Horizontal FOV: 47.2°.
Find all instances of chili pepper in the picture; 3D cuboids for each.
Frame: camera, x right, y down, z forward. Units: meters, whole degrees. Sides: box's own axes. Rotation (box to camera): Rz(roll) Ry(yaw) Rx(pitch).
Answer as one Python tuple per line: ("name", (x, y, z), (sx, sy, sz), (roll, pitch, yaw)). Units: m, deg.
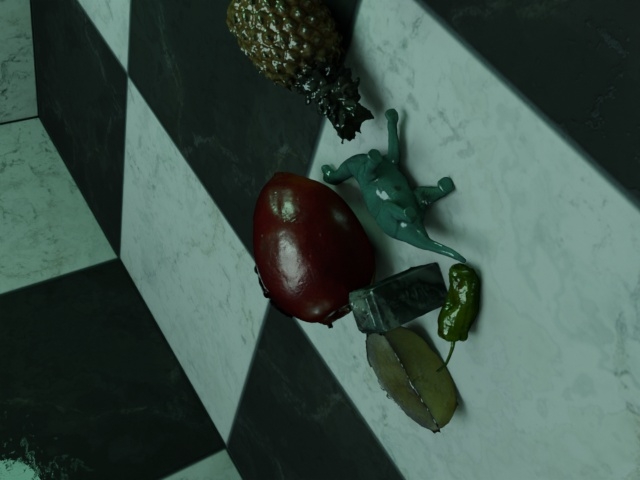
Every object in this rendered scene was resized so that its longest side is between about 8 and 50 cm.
("chili pepper", (0.254, 0.139, 1.374), (0.072, 0.073, 0.204), (-131, 44, -62))

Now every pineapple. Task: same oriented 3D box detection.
("pineapple", (-0.033, -0.353, 1.438), (0.362, 0.202, 0.202), (60, 148, 12))

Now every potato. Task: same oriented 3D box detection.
("potato", (0.188, 0.280, 1.532), (0.243, 0.098, 0.138), (60, 152, 7))

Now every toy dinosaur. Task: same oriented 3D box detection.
("toy dinosaur", (0.126, -0.061, 1.458), (0.384, 0.129, 0.331), (63, 158, 16))

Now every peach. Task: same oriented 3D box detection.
("peach", (0.000, 0.000, 1.553), (0.201, 0.257, 0.362), (-24, 77, 41))

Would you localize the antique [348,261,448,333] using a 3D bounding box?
("antique", (0.148, 0.114, 1.417), (0.086, 0.183, 0.088), (-18, 91, 59))
